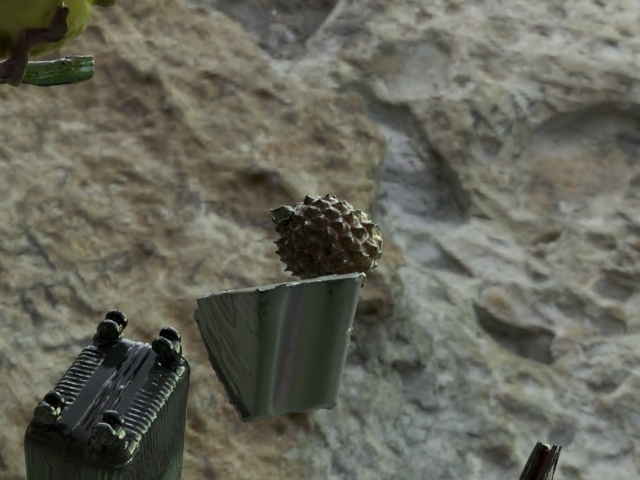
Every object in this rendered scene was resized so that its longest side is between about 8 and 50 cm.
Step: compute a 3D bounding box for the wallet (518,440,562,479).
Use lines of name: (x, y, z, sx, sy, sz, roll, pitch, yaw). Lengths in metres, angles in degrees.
wallet: (0.285, 0.371, 1.400, 0.042, 0.195, 0.161, 23, -112, 23)

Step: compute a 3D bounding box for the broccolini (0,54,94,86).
broccolini: (-0.317, -0.126, 0.864, 0.254, 0.057, 0.071, -7, -122, -31)

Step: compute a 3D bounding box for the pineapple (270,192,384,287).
pineapple: (0.000, 0.000, 1.657, 0.193, 0.166, 0.166, 34, -139, -9)

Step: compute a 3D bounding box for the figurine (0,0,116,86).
figurine: (-0.296, -0.169, 0.646, 0.327, 0.218, 0.169, -4, -127, -4)

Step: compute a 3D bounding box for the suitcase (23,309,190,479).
suitcase: (-0.241, 0.256, 1.173, 0.128, 0.312, 0.202, 17, -143, 9)

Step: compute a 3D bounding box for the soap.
soap: (-0.069, 0.080, 1.435, 0.159, 0.302, 0.257, -8, -136, -22)
